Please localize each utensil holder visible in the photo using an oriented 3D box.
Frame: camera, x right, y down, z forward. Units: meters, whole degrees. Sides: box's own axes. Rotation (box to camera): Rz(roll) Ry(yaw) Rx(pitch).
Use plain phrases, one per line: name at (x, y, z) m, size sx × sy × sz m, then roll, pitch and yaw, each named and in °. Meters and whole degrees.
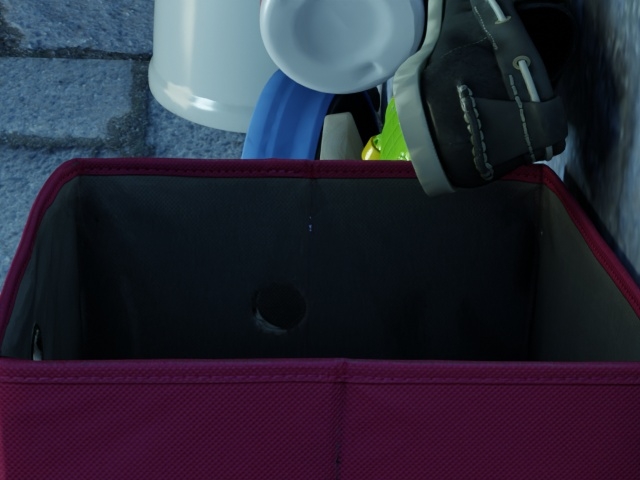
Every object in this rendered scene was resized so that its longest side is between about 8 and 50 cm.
utensil holder at (-0.082, -0.396, 2.019) m, size 0.327 × 0.328 × 0.385 m, roll -93°, pitch 6°, yaw -60°

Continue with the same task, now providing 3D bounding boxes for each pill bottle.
pill bottle at (0.019, -0.290, 1.452) m, size 0.283 × 0.161 × 0.161 m, roll -92°, pitch 4°, yaw -51°

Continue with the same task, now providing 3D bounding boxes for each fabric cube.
fabric cube at (-0.004, 0.119, 0.647) m, size 0.254 × 0.259 × 0.258 m, roll -98°, pitch 10°, yaw -69°

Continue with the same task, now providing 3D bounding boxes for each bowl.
bowl at (0.000, 0.000, 1.569) m, size 0.391 × 0.077 × 0.391 m, roll 3°, pitch -90°, yaw -74°

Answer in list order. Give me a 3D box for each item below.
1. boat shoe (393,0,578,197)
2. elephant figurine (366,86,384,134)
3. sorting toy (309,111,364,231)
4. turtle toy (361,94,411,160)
boat shoe at (0.096, -0.095, 0.715) m, size 0.084 × 0.079 × 0.233 m, roll 63°, pitch -158°, yaw -21°
elephant figurine at (0.014, -0.157, 1.799) m, size 0.169 × 0.186 × 0.239 m, roll 50°, pitch 124°, yaw 30°
sorting toy at (0.006, 0.063, 1.288) m, size 0.257 × 0.089 × 0.255 m, roll 66°, pitch -155°, yaw -50°
turtle toy at (0.078, -0.076, 1.047) m, size 0.130 × 0.066 × 0.095 m, roll -88°, pitch 24°, yaw -49°
